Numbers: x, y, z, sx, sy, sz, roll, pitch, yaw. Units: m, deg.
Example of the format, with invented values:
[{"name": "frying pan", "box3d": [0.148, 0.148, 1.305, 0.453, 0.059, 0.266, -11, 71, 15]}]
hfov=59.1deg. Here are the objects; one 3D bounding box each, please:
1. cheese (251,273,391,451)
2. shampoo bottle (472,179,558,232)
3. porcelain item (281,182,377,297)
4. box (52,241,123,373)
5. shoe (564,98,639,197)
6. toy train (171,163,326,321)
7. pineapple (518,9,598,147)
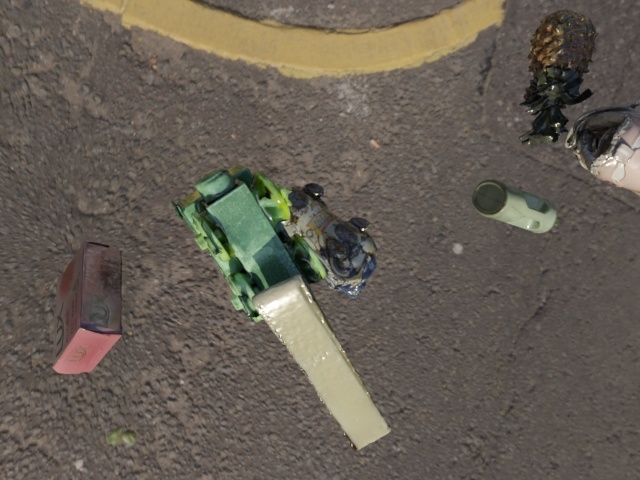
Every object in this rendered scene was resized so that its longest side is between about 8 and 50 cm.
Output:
[{"name": "cheese", "box3d": [0.016, 0.211, 0.909, 0.085, 0.034, 0.400, -29, 124, -1]}, {"name": "shampoo bottle", "box3d": [0.484, -0.074, 1.350, 0.234, 0.118, 0.087, 14, 103, -28]}, {"name": "porcelain item", "box3d": [0.000, 0.000, 1.258, 0.288, 0.186, 0.138, 33, 59, 18]}, {"name": "box", "box3d": [-0.324, 0.092, 0.784, 0.060, 0.111, 0.156, 18, 41, -35]}, {"name": "shoe", "box3d": [0.623, -0.215, 1.198, 0.198, 0.351, 0.172, 22, 108, -13]}, {"name": "toy train", "box3d": [-0.110, 0.004, 0.900, 0.159, 0.188, 0.272, -35, 111, -11]}, {"name": "pineapple", "box3d": [0.531, -0.355, 1.269, 0.141, 0.170, 0.310, 23, 79, -36]}]
